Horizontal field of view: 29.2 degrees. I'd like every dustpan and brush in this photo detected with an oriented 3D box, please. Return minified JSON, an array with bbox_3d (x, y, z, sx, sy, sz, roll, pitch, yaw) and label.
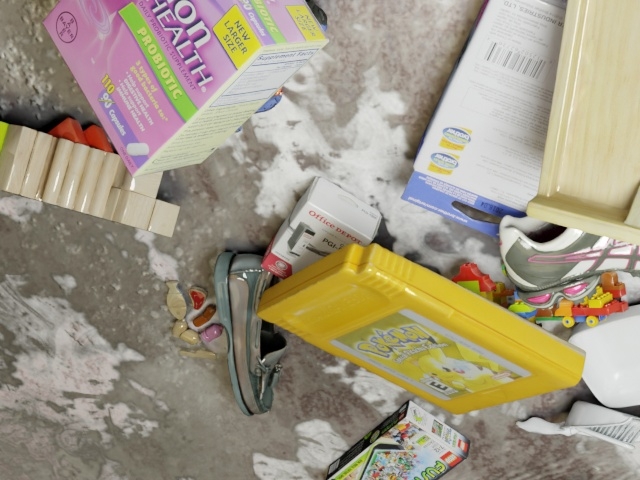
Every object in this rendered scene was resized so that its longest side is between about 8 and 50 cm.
[{"bbox_3d":[0.353,0.247,1.629,0.211,0.060,0.147,12,174,44],"label":"dustpan and brush"}]

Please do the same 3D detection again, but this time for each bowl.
[{"bbox_3d":[0.398,0.138,1.548,0.142,0.053,0.142,-19,119,28],"label":"bowl"}]

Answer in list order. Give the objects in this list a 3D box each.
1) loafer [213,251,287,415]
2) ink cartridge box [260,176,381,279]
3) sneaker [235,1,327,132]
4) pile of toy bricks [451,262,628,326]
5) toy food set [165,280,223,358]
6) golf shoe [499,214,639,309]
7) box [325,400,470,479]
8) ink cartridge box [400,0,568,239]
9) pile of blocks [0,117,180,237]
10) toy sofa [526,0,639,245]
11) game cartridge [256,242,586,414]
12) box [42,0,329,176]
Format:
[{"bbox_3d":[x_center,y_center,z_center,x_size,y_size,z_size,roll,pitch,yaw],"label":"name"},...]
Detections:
[{"bbox_3d":[-0.083,0.134,1.667,0.084,0.096,0.268,-2,125,11],"label":"loafer"},{"bbox_3d":[0.000,0.000,1.555,0.099,0.056,0.135,30,130,-7],"label":"ink cartridge box"},{"bbox_3d":[-0.067,-0.200,1.415,0.087,0.083,0.221,33,135,-29],"label":"sneaker"},{"bbox_3d":[0.268,0.046,1.498,0.212,0.118,0.105,-4,99,39],"label":"pile of toy bricks"},{"bbox_3d":[-0.174,0.109,1.720,0.078,0.019,0.122,6,121,12],"label":"toy food set"},{"bbox_3d":[0.332,-0.017,1.369,0.272,0.105,0.120,-25,129,9],"label":"golf shoe"},{"bbox_3d":[0.111,0.323,1.791,0.114,0.036,0.207,34,129,-12],"label":"box"},{"bbox_3d":[0.226,-0.140,1.373,0.185,0.065,0.311,21,128,-3],"label":"ink cartridge box"},{"bbox_3d":[-0.351,-0.105,1.565,0.362,0.149,0.113,16,88,-8],"label":"pile of blocks"},{"bbox_3d":[0.321,-0.188,1.205,0.150,0.177,0.363,16,115,26],"label":"toy sofa"},{"bbox_3d":[0.115,0.117,1.518,0.323,0.053,0.285,26,155,-18],"label":"game cartridge"},{"bbox_3d":[-0.151,-0.226,1.324,0.243,0.117,0.213,-38,78,35],"label":"box"}]
